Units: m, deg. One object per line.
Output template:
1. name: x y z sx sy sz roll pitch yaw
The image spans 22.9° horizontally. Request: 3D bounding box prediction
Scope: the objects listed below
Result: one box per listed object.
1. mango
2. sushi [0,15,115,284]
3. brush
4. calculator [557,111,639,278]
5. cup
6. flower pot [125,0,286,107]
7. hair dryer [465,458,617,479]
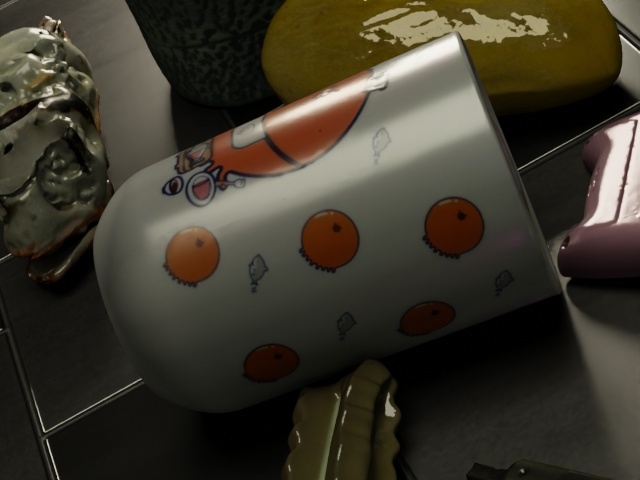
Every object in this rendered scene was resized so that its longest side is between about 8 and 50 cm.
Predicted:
1. mango: 0.104 -0.182 1.431 0.331 0.142 0.195 -6 46 15
2. sushi: -0.274 -0.097 1.554 0.124 0.130 0.332 -25 38 3
3. brush: 0.003 0.210 1.082 0.084 0.071 0.301 -21 36 27
4. calculator: 0.322 -0.057 1.197 0.294 0.043 0.194 -11 37 30
5. cup: 0.000 0.000 1.213 0.317 0.212 0.212 -23 37 9
6. flower pot: -0.095 -0.302 1.564 0.299 0.283 0.299 -16 37 13
7. hair dryer: 0.176 0.191 1.009 0.248 0.078 0.195 4 47 48
